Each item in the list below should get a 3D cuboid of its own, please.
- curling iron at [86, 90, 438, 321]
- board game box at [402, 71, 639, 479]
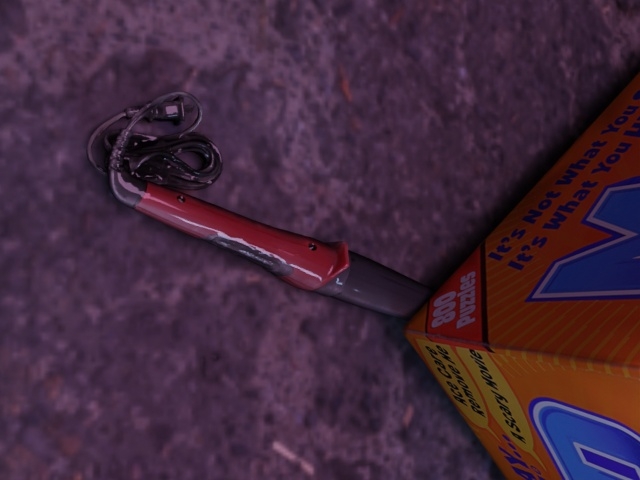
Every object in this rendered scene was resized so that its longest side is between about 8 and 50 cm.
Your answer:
[{"bbox_3d":[0.000,0.000,0.553,0.274,0.035,0.068,29,74,-24],"label":"curling iron"},{"bbox_3d":[0.346,0.074,0.539,0.356,0.356,0.356,-45,112,-23],"label":"board game box"}]
